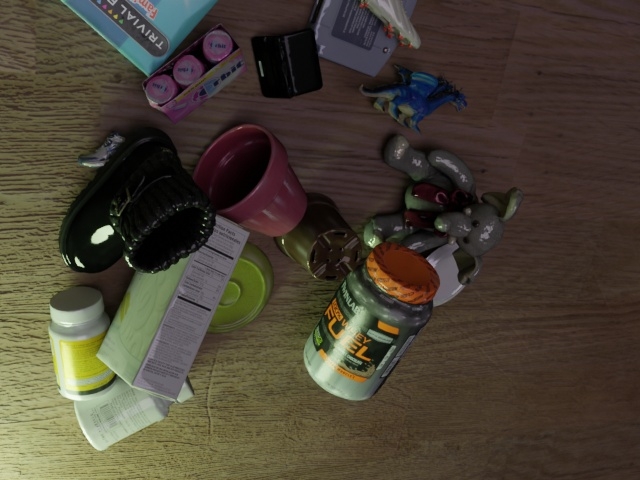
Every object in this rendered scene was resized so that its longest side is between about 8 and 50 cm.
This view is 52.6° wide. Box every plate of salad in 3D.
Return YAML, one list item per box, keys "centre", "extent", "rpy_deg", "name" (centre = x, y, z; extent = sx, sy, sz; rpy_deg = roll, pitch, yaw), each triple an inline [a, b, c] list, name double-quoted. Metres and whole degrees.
- centre: [0.312, 0.083, 1.656]
  extent: [0.200, 0.048, 0.199]
  rpy_deg: [-17, 130, -22]
  name: "plate of salad"

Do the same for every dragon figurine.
- centre: [0.192, -0.323, 1.384]
  extent: [0.289, 0.085, 0.144]
  rpy_deg: [22, 102, -38]
  name: "dragon figurine"

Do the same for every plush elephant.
- centre: [0.296, -0.053, 1.461]
  extent: [0.330, 0.255, 0.271]
  rpy_deg: [10, 109, -28]
  name: "plush elephant"

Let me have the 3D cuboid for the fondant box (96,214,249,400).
- centre: [-0.285, 0.106, 1.230]
  extent: [0.096, 0.238, 0.330]
  rpy_deg: [30, 78, -31]
  name: "fondant box"

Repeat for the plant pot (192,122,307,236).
- centre: [-0.126, -0.102, 1.301]
  extent: [0.201, 0.201, 0.180]
  rpy_deg: [-47, 138, 2]
  name: "plant pot"

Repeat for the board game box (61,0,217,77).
- centre: [-0.283, -0.492, 1.104]
  extent: [0.336, 0.079, 0.254]
  rpy_deg: [-48, 123, 3]
  name: "board game box"

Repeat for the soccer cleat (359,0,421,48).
- centre: [0.139, -0.452, 1.261]
  extent: [0.196, 0.068, 0.076]
  rpy_deg: [35, 93, -30]
  name: "soccer cleat"

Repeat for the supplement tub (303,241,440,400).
- centre: [0.115, 0.181, 1.458]
  extent: [0.207, 0.207, 0.338]
  rpy_deg: [10, 125, -27]
  name: "supplement tub"

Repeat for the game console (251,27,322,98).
- centre: [-0.066, -0.349, 1.279]
  extent: [0.071, 0.107, 0.122]
  rpy_deg: [-41, 130, -43]
  name: "game console"

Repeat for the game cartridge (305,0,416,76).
- centre: [0.096, -0.489, 1.291]
  extent: [0.196, 0.060, 0.294]
  rpy_deg: [14, 107, -25]
  name: "game cartridge"

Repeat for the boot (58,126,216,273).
- centre: [-0.342, -0.012, 1.165]
  extent: [0.131, 0.260, 0.348]
  rpy_deg: [16, 119, -44]
  name: "boot"

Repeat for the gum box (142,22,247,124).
- centre: [-0.232, -0.300, 1.192]
  extent: [0.188, 0.107, 0.062]
  rpy_deg: [-38, 86, -3]
  name: "gum box"

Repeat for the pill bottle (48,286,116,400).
- centre: [-0.484, 0.208, 1.318]
  extent: [0.119, 0.119, 0.208]
  rpy_deg: [-8, 117, -21]
  name: "pill bottle"

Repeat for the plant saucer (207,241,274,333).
- centre: [-0.213, 0.111, 1.443]
  extent: [0.241, 0.037, 0.240]
  rpy_deg: [-10, 117, -20]
  name: "plant saucer"

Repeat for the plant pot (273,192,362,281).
- centre: [0.000, 0.000, 1.410]
  extent: [0.167, 0.165, 0.166]
  rpy_deg: [-9, 116, -19]
  name: "plant pot"

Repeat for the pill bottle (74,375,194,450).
- centre: [-0.400, 0.346, 1.413]
  extent: [0.229, 0.131, 0.131]
  rpy_deg: [-26, 121, -11]
  name: "pill bottle"

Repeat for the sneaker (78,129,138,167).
- centre: [-0.394, -0.176, 1.227]
  extent: [0.135, 0.052, 0.058]
  rpy_deg: [-19, 110, -23]
  name: "sneaker"
